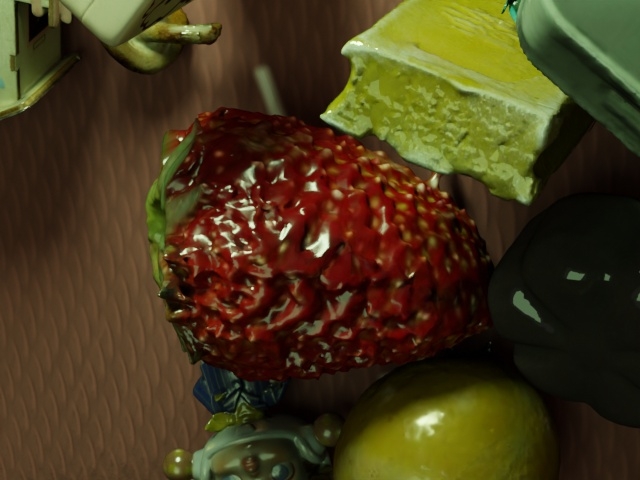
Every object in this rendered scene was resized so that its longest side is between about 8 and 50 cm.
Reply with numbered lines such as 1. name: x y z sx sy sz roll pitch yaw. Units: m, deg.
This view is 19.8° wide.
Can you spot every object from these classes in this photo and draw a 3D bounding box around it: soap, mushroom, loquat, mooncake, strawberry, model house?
1. soap: 0.147 -0.147 1.603 0.199 0.315 0.091 25 118 13
2. mushroom: -0.157 -0.210 1.846 0.129 0.073 0.088 6 97 13
3. loquat: 0.127 0.216 1.834 0.244 0.244 0.244 9 115 19
4. mooncake: 0.278 0.066 1.703 0.245 0.133 0.245 23 144 18
5. strawberry: 0.000 -0.002 1.785 0.343 0.292 0.292 -4 114 -10
6. model house: -0.372 -0.225 1.891 0.326 0.169 0.244 14 124 12

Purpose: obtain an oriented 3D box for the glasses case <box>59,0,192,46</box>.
1. glasses case: -0.106 -0.285 1.636 0.076 0.336 0.144 42 122 1

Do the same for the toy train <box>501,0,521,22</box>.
1. toy train: 0.259 -0.225 1.591 0.163 0.203 0.112 28 126 0

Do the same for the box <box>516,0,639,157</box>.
1. box: 0.403 -0.186 1.451 0.396 0.396 0.111 40 157 2

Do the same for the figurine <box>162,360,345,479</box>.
1. figurine: -0.085 0.194 1.968 0.194 0.133 0.274 -37 89 8
